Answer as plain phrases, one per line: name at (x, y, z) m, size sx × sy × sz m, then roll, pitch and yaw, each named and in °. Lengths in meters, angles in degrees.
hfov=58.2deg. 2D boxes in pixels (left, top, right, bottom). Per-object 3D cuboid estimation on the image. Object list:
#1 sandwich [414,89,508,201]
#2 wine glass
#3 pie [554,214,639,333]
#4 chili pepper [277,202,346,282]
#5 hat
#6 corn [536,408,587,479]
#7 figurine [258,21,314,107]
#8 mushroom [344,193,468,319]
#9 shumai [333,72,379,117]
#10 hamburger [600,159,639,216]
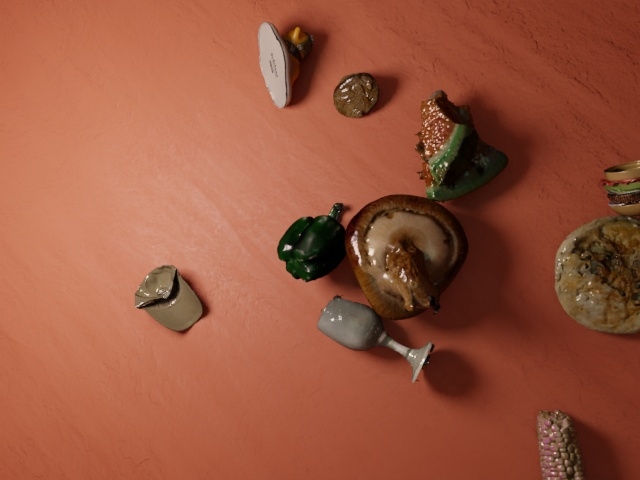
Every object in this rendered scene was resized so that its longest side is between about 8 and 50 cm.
sandwich at (0.370, -0.276, 1.580) m, size 0.250 × 0.162 × 0.301 m, roll -22°, pitch 82°, yaw -7°
wine glass at (0.149, 0.266, 1.582) m, size 0.321 × 0.143 × 0.143 m, roll 27°, pitch 89°, yaw 11°
pie at (0.792, 0.089, 1.524) m, size 0.339 × 0.077 × 0.339 m, roll -1°, pitch 84°, yaw 10°
chili pepper at (0.000, 0.000, 1.625) m, size 0.173 × 0.261 × 0.165 m, roll -15°, pitch 112°, yaw 43°
hat at (-0.448, 0.174, 1.739) m, size 0.166 × 0.144 × 0.173 m, roll -40°, pitch 123°, yaw 2°
corn at (0.632, 0.611, 1.482) m, size 0.126 × 0.126 × 0.335 m, roll -5°, pitch 80°, yaw 9°
figurine at (-0.087, -0.537, 1.738) m, size 0.141 × 0.166 × 0.250 m, roll -17°, pitch 109°, yaw -28°
mushroom at (0.235, 0.036, 1.529) m, size 0.345 × 0.259 × 0.346 m, roll 0°, pitch 83°, yaw 0°
shumai at (0.110, -0.440, 1.692) m, size 0.123 × 0.139 × 0.105 m, roll 36°, pitch 57°, yaw -16°
hamburger at (0.829, -0.134, 1.501) m, size 0.175 × 0.175 × 0.137 m, roll -16°, pitch 96°, yaw 8°
